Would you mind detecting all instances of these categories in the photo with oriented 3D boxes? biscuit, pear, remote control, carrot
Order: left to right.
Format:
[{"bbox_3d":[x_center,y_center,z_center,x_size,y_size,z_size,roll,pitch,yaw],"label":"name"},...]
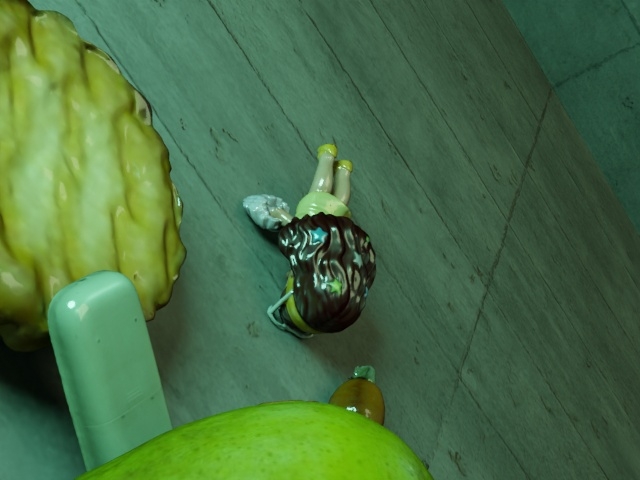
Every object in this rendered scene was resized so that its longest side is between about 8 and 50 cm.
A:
[{"bbox_3d":[-0.253,-0.053,0.869,0.326,0.107,0.325,34,45,-42],"label":"biscuit"},{"bbox_3d":[-0.151,0.176,0.822,0.090,0.038,0.309,-33,115,-52],"label":"remote control"},{"bbox_3d":[-0.071,0.255,0.690,0.375,0.287,0.287,4,62,-31],"label":"pear"},{"bbox_3d":[0.019,0.270,1.104,0.069,0.069,0.336,46,41,-28],"label":"carrot"}]

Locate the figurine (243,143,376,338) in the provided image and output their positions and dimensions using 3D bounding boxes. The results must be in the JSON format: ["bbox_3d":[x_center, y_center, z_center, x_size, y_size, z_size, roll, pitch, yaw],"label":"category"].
[{"bbox_3d":[0.001,0.001,1.212,0.175,0.116,0.240,35,40,-41],"label":"figurine"}]
